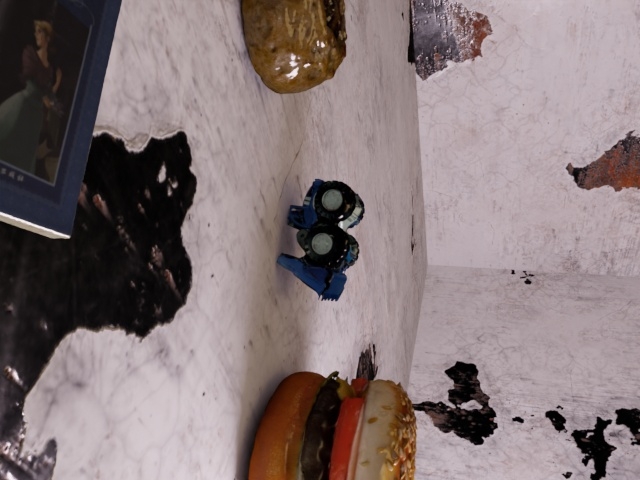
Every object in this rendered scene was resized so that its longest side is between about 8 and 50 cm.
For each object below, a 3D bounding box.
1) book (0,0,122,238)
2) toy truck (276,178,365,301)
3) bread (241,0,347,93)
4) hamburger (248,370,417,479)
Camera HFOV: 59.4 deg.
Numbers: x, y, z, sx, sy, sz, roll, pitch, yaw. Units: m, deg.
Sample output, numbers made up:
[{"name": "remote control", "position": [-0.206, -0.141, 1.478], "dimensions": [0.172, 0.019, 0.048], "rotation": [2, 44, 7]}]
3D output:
[{"name": "book", "position": [-0.225, -0.153, 0.405], "dimensions": [0.191, 0.025, 0.269], "rotation": [42, 53, -68]}, {"name": "toy truck", "position": [0.000, 0.000, 0.989], "dimensions": [0.113, 0.126, 0.208], "rotation": [25, 73, -72]}, {"name": "bread", "position": [-0.029, -0.338, 0.849], "dimensions": [0.230, 0.123, 0.230], "rotation": [3, 90, -70]}, {"name": "hamburger", "position": [0.037, 0.387, 0.956], "dimensions": [0.330, 0.250, 0.330], "rotation": [4, 90, -72]}]
